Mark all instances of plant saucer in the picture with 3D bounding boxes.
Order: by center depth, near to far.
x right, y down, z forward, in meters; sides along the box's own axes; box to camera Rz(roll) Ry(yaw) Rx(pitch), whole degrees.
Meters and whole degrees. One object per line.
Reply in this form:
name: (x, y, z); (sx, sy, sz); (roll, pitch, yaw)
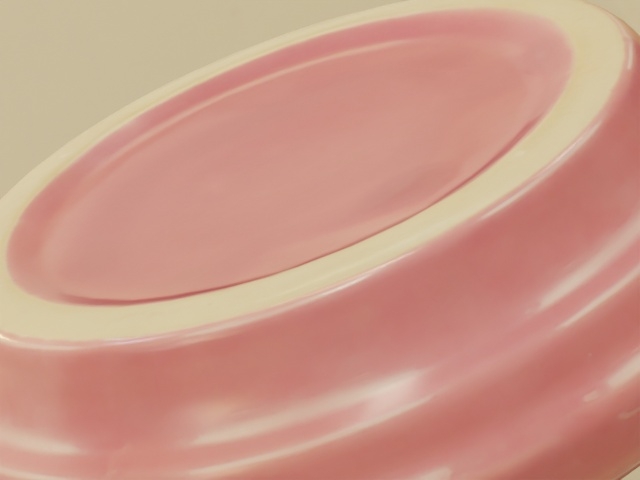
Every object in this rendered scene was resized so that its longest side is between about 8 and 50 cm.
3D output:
plant saucer: (0.000, 0.000, 0.648); (0.332, 0.332, 0.084); (-47, -56, -46)
